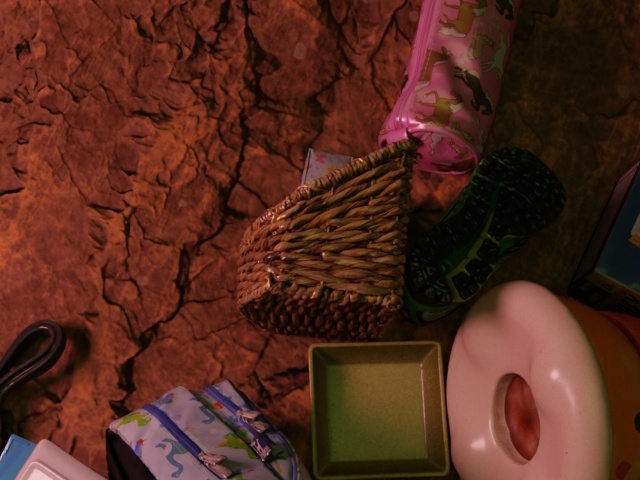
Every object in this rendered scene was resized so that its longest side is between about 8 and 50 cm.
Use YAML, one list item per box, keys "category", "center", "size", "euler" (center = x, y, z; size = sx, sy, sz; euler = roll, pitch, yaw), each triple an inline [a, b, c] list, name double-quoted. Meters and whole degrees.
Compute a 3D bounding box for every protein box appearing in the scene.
- category: "protein box"
  center: [0.497, 0.020, 1.622]
  size: [0.200, 0.136, 0.201]
  euler: [28, 74, 3]

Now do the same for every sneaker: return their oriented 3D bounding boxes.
- category: "sneaker"
  center: [0.219, -0.010, 1.617]
  size: [0.343, 0.146, 0.134]
  euler: [-39, 81, -29]

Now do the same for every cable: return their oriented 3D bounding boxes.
- category: "cable"
  center: [-0.453, 0.233, 1.543]
  size: [0.139, 0.072, 0.287]
  euler: [13, 58, 26]

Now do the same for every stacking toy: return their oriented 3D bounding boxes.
- category: "stacking toy"
  center: [0.440, 0.217, 1.513]
  size: [0.480, 0.350, 0.351]
  euler: [-3, 74, -22]

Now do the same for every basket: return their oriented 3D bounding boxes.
- category: "basket"
  center: [0.000, 0.000, 1.505]
  size: [0.213, 0.299, 0.223]
  euler: [6, 76, -1]

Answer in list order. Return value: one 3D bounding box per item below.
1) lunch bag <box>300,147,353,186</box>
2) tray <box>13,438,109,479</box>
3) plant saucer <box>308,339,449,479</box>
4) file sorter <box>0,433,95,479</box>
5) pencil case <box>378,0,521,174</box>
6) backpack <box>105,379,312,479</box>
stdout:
- category: "lunch bag"
  center: [0.007, -0.085, 1.657]
  size: [0.071, 0.053, 0.083]
  euler: [10, 64, -4]
- category: "tray"
  center: [-0.369, 0.382, 1.365]
  size: [0.145, 0.030, 0.270]
  euler: [24, 75, 29]
- category: "plant saucer"
  center: [0.078, 0.238, 1.576]
  size: [0.188, 0.045, 0.188]
  euler: [-1, 74, -5]
- category: "file sorter"
  center: [-0.378, 0.359, 1.474]
  size: [0.118, 0.104, 0.170]
  euler: [23, 73, 2]
- category: "pencil case"
  center: [0.200, -0.288, 1.674]
  size: [0.167, 0.160, 0.386]
  euler: [14, 75, -1]
- category: "backpack"
  center: [-0.124, 0.332, 1.398]
  size: [0.355, 0.290, 0.273]
  euler: [20, 48, 39]
